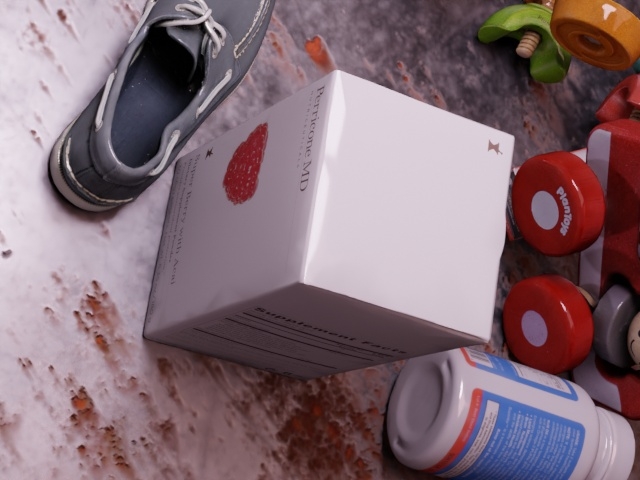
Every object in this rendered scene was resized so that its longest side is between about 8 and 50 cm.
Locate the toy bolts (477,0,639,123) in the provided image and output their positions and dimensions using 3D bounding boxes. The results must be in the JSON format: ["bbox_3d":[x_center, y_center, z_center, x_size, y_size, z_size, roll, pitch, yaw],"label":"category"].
[{"bbox_3d":[0.315,-0.225,1.505,0.228,0.218,0.158,34,77,-16],"label":"toy bolts"}]

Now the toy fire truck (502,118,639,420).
[{"bbox_3d":[0.321,0.037,1.413,0.169,0.254,0.302,-12,113,-33],"label":"toy fire truck"}]

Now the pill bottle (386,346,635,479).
[{"bbox_3d":[0.184,0.181,1.403,0.221,0.124,0.124,20,70,-25],"label":"pill bottle"}]

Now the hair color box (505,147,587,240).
[{"bbox_3d":[0.250,-0.052,1.537,0.141,0.043,0.072,-15,88,-32],"label":"hair color box"}]

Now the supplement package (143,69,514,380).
[{"bbox_3d":[0.000,0.000,1.236,0.175,0.293,0.177,18,70,-26],"label":"supplement package"}]

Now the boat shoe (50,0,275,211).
[{"bbox_3d":[-0.117,-0.160,1.315,0.116,0.099,0.319,41,63,-16],"label":"boat shoe"}]
